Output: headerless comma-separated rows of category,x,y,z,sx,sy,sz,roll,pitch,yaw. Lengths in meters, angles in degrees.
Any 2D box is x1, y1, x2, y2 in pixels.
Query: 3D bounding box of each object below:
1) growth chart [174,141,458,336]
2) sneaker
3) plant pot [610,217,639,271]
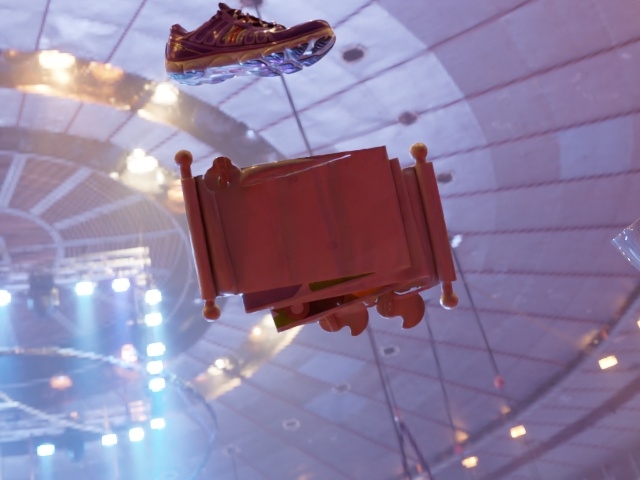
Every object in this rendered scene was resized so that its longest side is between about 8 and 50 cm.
growth chart,0.000,0.000,0.813,0.237,0.172,0.021,-5,7,-6
sneaker,-0.070,-0.190,0.881,0.170,0.071,0.068,-4,-4,16
plant pot,0.506,-0.011,1.071,0.284,0.191,0.284,-35,-12,-9
